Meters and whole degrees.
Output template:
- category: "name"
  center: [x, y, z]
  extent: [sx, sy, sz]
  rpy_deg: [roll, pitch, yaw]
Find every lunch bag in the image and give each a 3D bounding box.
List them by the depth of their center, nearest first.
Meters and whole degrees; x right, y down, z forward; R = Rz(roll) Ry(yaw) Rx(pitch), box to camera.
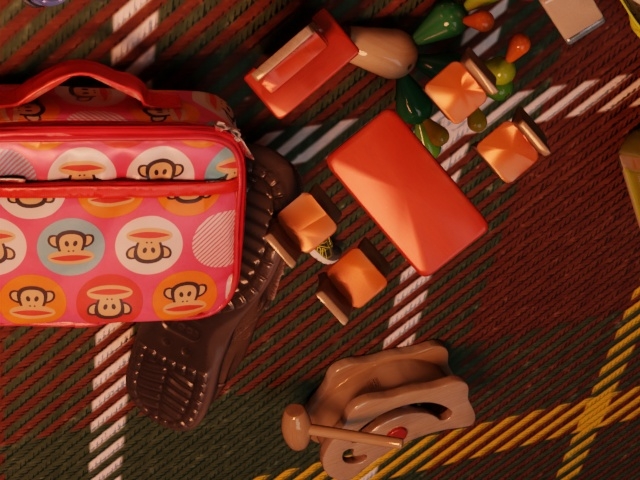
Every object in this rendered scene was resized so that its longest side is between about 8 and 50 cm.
- category: "lunch bag"
  center: [-0.215, -0.048, 1.522]
  extent: [0.293, 0.120, 0.258]
  rpy_deg: [-1, 125, -11]

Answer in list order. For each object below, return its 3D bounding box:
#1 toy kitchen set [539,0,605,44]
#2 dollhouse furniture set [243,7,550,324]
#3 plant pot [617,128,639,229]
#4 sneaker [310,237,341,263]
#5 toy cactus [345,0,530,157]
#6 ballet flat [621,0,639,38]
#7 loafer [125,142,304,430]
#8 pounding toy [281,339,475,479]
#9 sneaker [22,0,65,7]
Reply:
- category: "toy kitchen set"
  center: [0.280, -0.294, 1.513]
  extent: [0.207, 0.166, 0.122]
  rpy_deg: [-35, 142, 11]
- category: "dollhouse furniture set"
  center: [0.047, -0.085, 1.524]
  extent: [0.262, 0.135, 0.259]
  rpy_deg: [-40, 97, 10]
- category: "plant pot"
  center: [0.464, -0.049, 1.815]
  extent: [0.207, 0.227, 0.228]
  rpy_deg: [-18, -174, 0]
- category: "sneaker"
  center: [0.000, 0.000, 1.811]
  extent: [0.035, 0.031, 0.083]
  rpy_deg: [-43, 140, 20]
- category: "toy cactus"
  center: [0.110, -0.185, 1.622]
  extent: [0.180, 0.112, 0.219]
  rpy_deg: [13, 134, -16]
- category: "ballet flat"
  center: [0.336, -0.258, 1.662]
  extent: [0.077, 0.077, 0.231]
  rpy_deg: [-33, 142, 10]
- category: "loafer"
  center: [-0.110, 0.035, 1.740]
  extent: [0.130, 0.134, 0.366]
  rpy_deg: [-46, 166, -55]
- category: "pounding toy"
  center: [0.075, 0.243, 2.043]
  extent: [0.269, 0.155, 0.154]
  rpy_deg: [-11, 136, -20]
- category: "sneaker"
  center: [-0.224, -0.225, 1.340]
  extent: [0.083, 0.087, 0.221]
  rpy_deg: [-38, 162, 22]
